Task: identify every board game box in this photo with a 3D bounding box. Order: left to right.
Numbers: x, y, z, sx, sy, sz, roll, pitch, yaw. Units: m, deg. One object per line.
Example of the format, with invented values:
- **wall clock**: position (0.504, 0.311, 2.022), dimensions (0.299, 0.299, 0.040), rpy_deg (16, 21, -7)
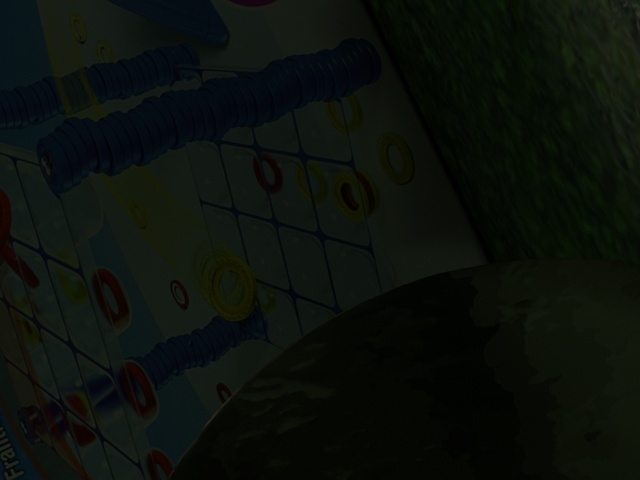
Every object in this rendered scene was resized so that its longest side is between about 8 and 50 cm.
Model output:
- **board game box**: position (-0.092, 0.033, 0.645), dimensions (0.308, 0.302, 0.086), rpy_deg (64, 170, 3)

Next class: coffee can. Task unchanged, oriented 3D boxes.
- **coffee can**: position (0.067, 0.162, 0.442), dimensions (0.201, 0.201, 0.275), rpy_deg (58, 167, 33)
